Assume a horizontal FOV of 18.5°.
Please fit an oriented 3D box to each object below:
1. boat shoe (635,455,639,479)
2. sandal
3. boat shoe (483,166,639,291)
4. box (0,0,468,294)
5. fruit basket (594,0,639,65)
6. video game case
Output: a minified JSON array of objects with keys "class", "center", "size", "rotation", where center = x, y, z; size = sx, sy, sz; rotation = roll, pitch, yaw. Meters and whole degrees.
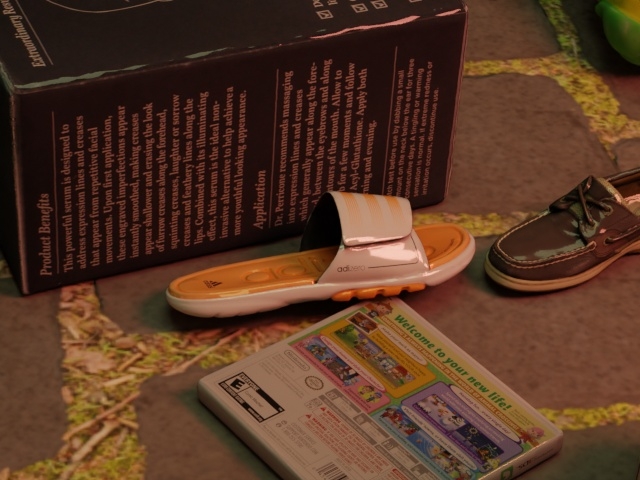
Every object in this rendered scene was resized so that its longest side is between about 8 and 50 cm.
[{"class":"boat shoe","center":[0.289,0.077,1.346],"size":[0.127,0.341,0.158],"rotation":[19,29,1]},{"class":"sandal","center":[0.003,0.003,1.594],"size":[0.265,0.076,0.102],"rotation":[-11,21,-17]},{"class":"boat shoe","center":[0.237,-0.022,1.662],"size":[0.223,0.073,0.080],"rotation":[-17,43,-24]},{"class":"box","center":[-0.116,-0.156,1.697],"size":[0.395,0.212,0.293],"rotation":[-12,41,-19]},{"class":"fruit basket","center":[0.368,-0.326,1.968],"size":[0.392,0.283,0.392],"rotation":[-2,80,9]},{"class":"video game case","center":[0.044,0.134,1.495],"size":[0.193,0.023,0.212],"rotation":[-25,45,-30]}]
